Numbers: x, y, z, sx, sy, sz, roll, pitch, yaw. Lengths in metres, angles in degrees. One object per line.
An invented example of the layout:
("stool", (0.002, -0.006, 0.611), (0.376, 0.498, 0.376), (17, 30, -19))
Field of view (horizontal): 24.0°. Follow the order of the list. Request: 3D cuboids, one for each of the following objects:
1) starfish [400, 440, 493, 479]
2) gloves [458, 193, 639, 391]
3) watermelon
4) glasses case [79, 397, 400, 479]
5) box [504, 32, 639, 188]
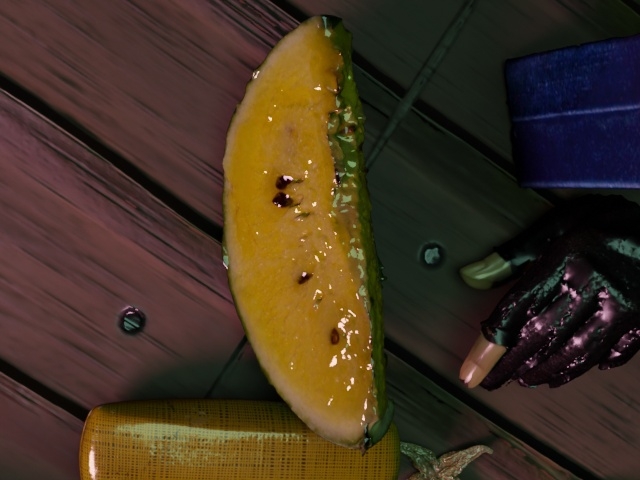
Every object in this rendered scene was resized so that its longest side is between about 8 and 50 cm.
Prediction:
("starfish", (0.090, 0.179, 1.154), (0.092, 0.016, 0.086), (-32, 100, -6))
("gloves", (0.181, 0.052, 1.127), (0.180, 0.106, 0.129), (-41, 102, -14))
("watermelon", (0.000, 0.000, 1.067), (0.123, 0.129, 0.301), (-6, 88, -16))
("glasses case", (-0.056, 0.153, 1.090), (0.234, 0.064, 0.079), (4, 92, -14))
("box", (0.303, -0.103, 1.065), (0.261, 0.279, 0.116), (-8, 93, -14))
